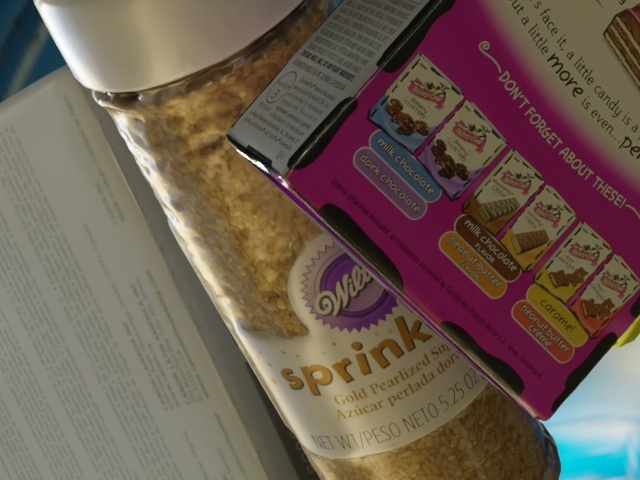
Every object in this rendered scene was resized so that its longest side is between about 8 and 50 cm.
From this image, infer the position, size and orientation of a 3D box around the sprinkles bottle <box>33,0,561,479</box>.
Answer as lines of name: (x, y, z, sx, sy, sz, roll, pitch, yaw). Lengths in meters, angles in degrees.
sprinkles bottle: (0.000, 0.000, 0.824, 0.121, 0.121, 0.355, -15, -58, 22)

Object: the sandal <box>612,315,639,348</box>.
sandal: (0.243, -0.020, 1.154, 0.317, 0.138, 0.126, -6, -42, -33)

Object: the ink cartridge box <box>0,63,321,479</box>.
ink cartridge box: (-0.164, 0.072, 1.113, 0.091, 0.308, 0.385, -30, 6, -41)

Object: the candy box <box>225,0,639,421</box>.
candy box: (0.100, -0.071, 0.671, 0.159, 0.233, 0.071, 43, -2, -28)
